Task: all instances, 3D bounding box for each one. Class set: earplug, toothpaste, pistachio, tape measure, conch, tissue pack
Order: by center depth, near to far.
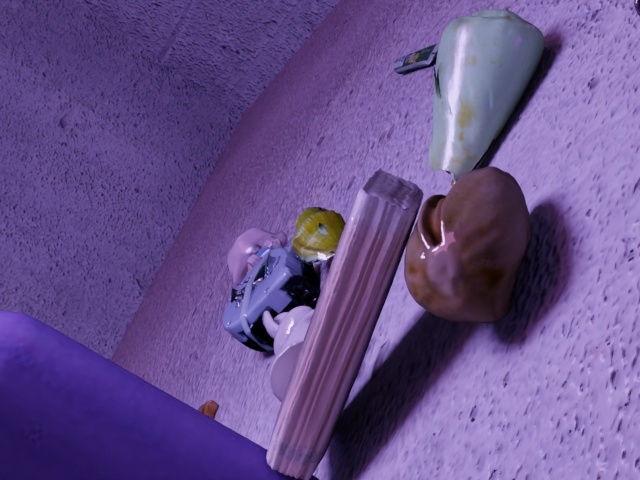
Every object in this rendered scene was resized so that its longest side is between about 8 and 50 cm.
[{"bbox_3d":[0.155,0.003,0.980,0.130,0.131,0.206,-25,15,28],"label":"pistachio"},{"bbox_3d":[-0.227,0.239,1.054,0.215,0.456,0.215,-49,14,17],"label":"earplug"},{"bbox_3d":[0.027,0.089,1.081,0.170,0.071,0.325,-58,-12,-74],"label":"tissue pack"},{"bbox_3d":[0.209,-0.197,1.309,0.143,0.137,0.250,24,100,50],"label":"conch"},{"bbox_3d":[0.000,-0.004,1.591,0.095,0.079,0.201,-21,21,9],"label":"conch"},{"bbox_3d":[-0.085,0.096,1.622,0.181,0.107,0.182,-47,18,12],"label":"tape measure"},{"bbox_3d":[0.181,-0.347,1.876,0.049,0.031,0.204,-60,16,-7],"label":"toothpaste"}]

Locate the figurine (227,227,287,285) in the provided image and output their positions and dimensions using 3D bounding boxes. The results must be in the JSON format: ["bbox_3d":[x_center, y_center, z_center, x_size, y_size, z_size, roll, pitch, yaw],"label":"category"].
[{"bbox_3d":[-0.111,0.037,1.852,0.137,0.112,0.229,-52,23,-5],"label":"figurine"}]

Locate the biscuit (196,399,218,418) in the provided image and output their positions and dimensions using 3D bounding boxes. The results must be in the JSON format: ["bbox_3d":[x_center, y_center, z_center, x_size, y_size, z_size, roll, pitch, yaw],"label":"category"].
[{"bbox_3d":[-0.248,0.368,1.715,0.280,0.043,0.183,-26,30,59],"label":"biscuit"}]

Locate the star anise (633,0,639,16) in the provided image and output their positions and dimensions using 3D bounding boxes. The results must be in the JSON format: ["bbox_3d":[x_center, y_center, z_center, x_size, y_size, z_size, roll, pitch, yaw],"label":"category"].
[{"bbox_3d":[0.378,-0.322,0.990,0.198,0.111,0.257,-45,24,37],"label":"star anise"}]

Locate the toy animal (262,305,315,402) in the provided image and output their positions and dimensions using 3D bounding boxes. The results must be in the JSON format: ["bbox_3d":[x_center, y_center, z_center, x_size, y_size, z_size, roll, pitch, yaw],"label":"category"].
[{"bbox_3d":[-0.017,0.131,1.308,0.130,0.104,0.221,-56,14,9],"label":"toy animal"}]
